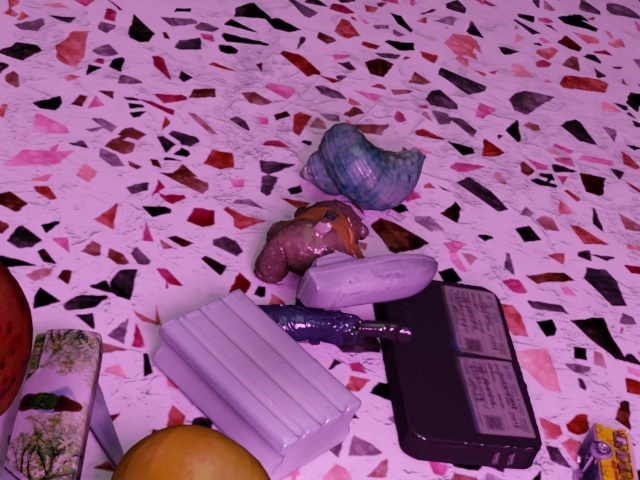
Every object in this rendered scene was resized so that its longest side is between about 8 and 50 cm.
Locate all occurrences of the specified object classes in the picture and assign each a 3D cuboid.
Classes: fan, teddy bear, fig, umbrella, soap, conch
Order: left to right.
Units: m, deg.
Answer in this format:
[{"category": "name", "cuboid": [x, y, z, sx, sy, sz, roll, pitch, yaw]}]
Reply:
[{"category": "fan", "cuboid": [-0.292, 0.256, 1.628, 0.057, 0.023, 0.282, -6, 42, -30]}, {"category": "fig", "cuboid": [-0.152, 0.338, 1.441, 0.207, 0.207, 0.230, 4, 63, -17]}, {"category": "soap", "cuboid": [-0.092, 0.199, 1.722, 0.265, 0.088, 0.159, 40, 42, 26]}, {"category": "teddy bear", "cuboid": [0.000, 0.000, 1.978, 0.177, 0.140, 0.190, 19, 29, 6]}, {"category": "umbrella", "cuboid": [0.013, 0.134, 1.845, 0.248, 0.071, 0.071, 5, 38, -1]}, {"category": "conch", "cuboid": [0.070, -0.126, 2.163, 0.202, 0.134, 0.196, 19, -4, 10]}]

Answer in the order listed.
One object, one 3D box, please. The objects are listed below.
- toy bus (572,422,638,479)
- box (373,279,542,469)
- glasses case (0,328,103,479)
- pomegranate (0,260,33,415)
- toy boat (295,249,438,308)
[{"category": "toy bus", "cuboid": [0.408, 0.363, 1.723, 0.074, 0.081, 0.226, 13, 37, -5]}, {"category": "box", "cuboid": [0.203, 0.195, 1.874, 0.211, 0.058, 0.350, 9, 38, -13]}, {"category": "glasses case", "cuboid": [-0.345, 0.231, 1.584, 0.095, 0.062, 0.272, 4, 41, -5]}, {"category": "pomegranate", "cuboid": [-0.528, 0.106, 1.517, 0.323, 0.291, 0.291, 16, 36, 17]}, {"category": "toy boat", "cuboid": [0.078, 0.052, 1.882, 0.260, 0.078, 0.085, -6, 50, -34]}]
